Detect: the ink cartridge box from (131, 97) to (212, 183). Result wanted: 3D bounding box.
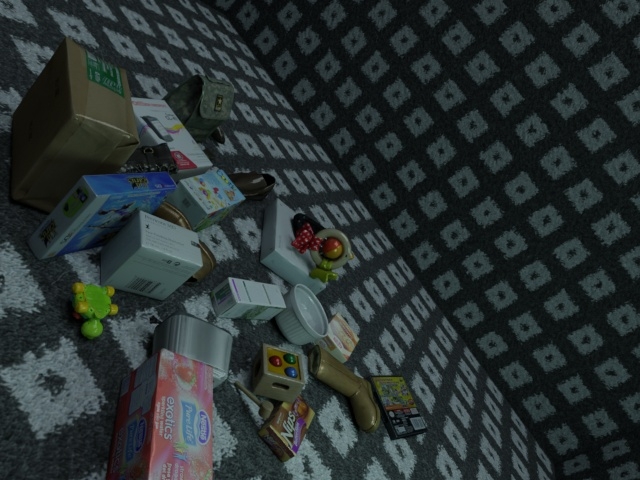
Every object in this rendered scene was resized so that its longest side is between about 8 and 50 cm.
[{"bbox_3d":[-0.558,-0.338,1.592,0.306,0.131,0.226,54,23,1],"label":"ink cartridge box"}]

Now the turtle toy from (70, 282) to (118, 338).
[{"bbox_3d":[-0.512,0.154,1.018,0.095,0.066,0.130,19,39,-53],"label":"turtle toy"}]

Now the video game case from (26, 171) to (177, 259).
[{"bbox_3d":[-0.517,-0.066,1.107,0.061,0.244,0.269,55,23,4],"label":"video game case"}]

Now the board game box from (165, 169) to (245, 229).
[{"bbox_3d":[-0.403,-0.130,1.556,0.144,0.142,0.275,51,23,-1],"label":"board game box"}]

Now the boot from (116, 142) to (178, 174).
[{"bbox_3d":[-0.537,-0.210,1.347,0.229,0.091,0.263,-5,50,-22],"label":"boot"}]

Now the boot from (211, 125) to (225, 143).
[{"bbox_3d":[-0.521,-0.514,2.036,0.219,0.082,0.106,56,44,-1],"label":"boot"}]

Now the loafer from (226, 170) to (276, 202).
[{"bbox_3d":[-0.307,-0.247,1.931,0.134,0.130,0.366,53,22,4],"label":"loafer"}]

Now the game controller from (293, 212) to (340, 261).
[{"bbox_3d":[0.000,0.000,2.012,0.319,0.067,0.166,32,44,-40],"label":"game controller"}]

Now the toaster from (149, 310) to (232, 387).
[{"bbox_3d":[-0.321,0.277,1.118,0.227,0.129,0.146,36,29,-36],"label":"toaster"}]

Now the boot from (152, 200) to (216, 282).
[{"bbox_3d":[-0.443,-0.004,1.353,0.305,0.112,0.115,50,33,-10],"label":"boot"}]

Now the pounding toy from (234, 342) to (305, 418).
[{"bbox_3d":[-0.140,0.388,1.277,0.181,0.094,0.206,21,22,-18],"label":"pounding toy"}]

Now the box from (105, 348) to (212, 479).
[{"bbox_3d":[-0.316,0.395,0.916,0.142,0.154,0.300,34,27,-36],"label":"box"}]

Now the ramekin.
[{"bbox_3d":[-0.072,0.267,1.603,0.207,0.109,0.207,52,18,-24],"label":"ramekin"}]

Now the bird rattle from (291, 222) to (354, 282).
[{"bbox_3d":[0.016,0.036,1.809,0.253,0.207,0.143,65,6,6],"label":"bird rattle"}]

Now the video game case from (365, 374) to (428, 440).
[{"bbox_3d":[0.310,0.669,1.852,0.275,0.035,0.248,21,38,-50],"label":"video game case"}]

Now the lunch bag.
[{"bbox_3d":[-0.486,-0.531,1.818,0.169,0.287,0.235,52,21,2],"label":"lunch bag"}]

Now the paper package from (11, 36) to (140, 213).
[{"bbox_3d":[-0.621,-0.279,1.146,0.168,0.309,0.325,24,34,-49],"label":"paper package"}]

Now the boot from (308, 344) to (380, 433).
[{"bbox_3d":[0.075,0.515,1.579,0.269,0.089,0.236,41,14,-25],"label":"boot"}]

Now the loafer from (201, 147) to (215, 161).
[{"bbox_3d":[-0.475,-0.345,1.872,0.056,0.050,0.148,53,6,-6],"label":"loafer"}]

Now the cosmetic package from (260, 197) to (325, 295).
[{"bbox_3d":[-0.114,0.025,1.933,0.284,0.097,0.377,42,24,-28],"label":"cosmetic package"}]

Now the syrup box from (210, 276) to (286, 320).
[{"bbox_3d":[-0.228,0.192,1.466,0.237,0.093,0.096,19,40,-53],"label":"syrup box"}]

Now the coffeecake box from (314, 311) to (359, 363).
[{"bbox_3d":[0.062,0.381,1.768,0.142,0.068,0.185,53,23,1],"label":"coffeecake box"}]

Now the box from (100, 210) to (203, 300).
[{"bbox_3d":[-0.436,0.045,1.177,0.181,0.182,0.119,26,34,-46],"label":"box"}]

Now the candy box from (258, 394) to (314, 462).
[{"bbox_3d":[-0.092,0.516,1.291,0.109,0.053,0.187,51,21,-1],"label":"candy box"}]
